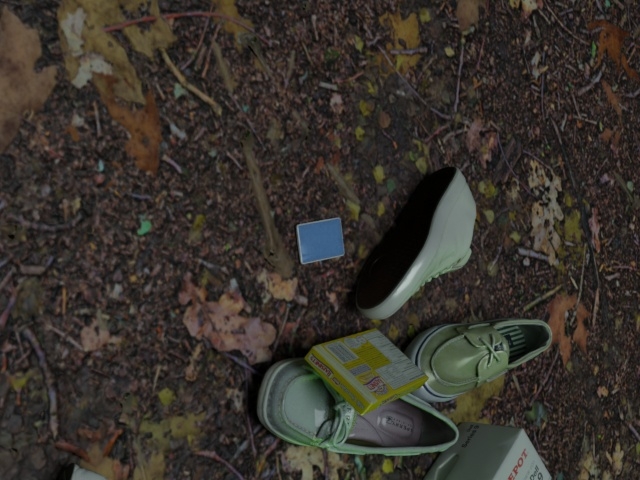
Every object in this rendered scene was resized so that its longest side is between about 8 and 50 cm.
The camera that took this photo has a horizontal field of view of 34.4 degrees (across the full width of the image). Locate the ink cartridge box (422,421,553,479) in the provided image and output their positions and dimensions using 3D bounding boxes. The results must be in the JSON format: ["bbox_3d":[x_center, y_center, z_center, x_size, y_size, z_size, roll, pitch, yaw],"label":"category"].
[{"bbox_3d":[0.272,0.449,1.565,0.211,0.121,0.289,-50,120,-34],"label":"ink cartridge box"}]

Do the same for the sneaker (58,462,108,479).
[{"bbox_3d":[-0.262,0.318,1.097,0.061,0.053,0.152,25,71,-27],"label":"sneaker"}]

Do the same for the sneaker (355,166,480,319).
[{"bbox_3d":[0.158,0.027,1.487,0.123,0.105,0.290,54,53,-25],"label":"sneaker"}]

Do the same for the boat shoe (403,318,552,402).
[{"bbox_3d":[0.237,0.162,1.552,0.302,0.094,0.109,-15,83,-47],"label":"boat shoe"}]

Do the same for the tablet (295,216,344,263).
[{"bbox_3d":[0.000,0.000,1.406,0.083,0.006,0.054,-11,96,-43],"label":"tablet"}]

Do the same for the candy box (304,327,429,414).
[{"bbox_3d":[0.064,0.168,1.357,0.105,0.027,0.206,45,19,18],"label":"candy box"}]

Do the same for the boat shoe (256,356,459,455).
[{"bbox_3d":[0.051,0.229,1.376,0.320,0.103,0.118,25,71,-40],"label":"boat shoe"}]
